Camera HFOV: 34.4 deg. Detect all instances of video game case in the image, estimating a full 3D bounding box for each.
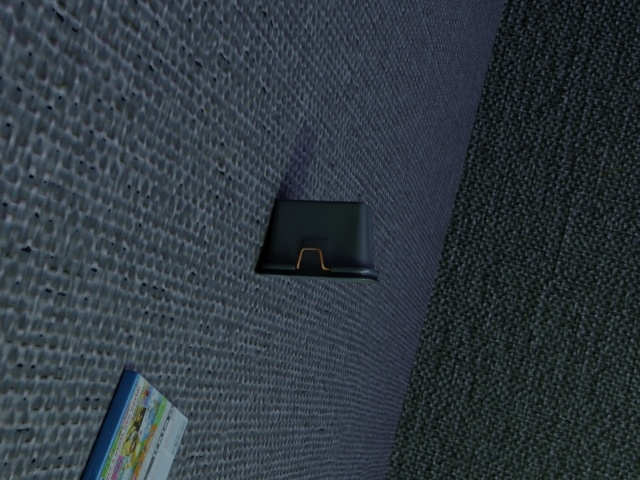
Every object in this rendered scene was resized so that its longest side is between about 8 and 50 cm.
[{"bbox_3d":[-0.167,0.196,0.941,0.166,0.015,0.119,71,36,-65],"label":"video game case"}]

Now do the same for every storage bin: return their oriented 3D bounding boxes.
[{"bbox_3d":[0.000,0.000,1.191,0.098,0.135,0.091,20,72,-75],"label":"storage bin"}]
